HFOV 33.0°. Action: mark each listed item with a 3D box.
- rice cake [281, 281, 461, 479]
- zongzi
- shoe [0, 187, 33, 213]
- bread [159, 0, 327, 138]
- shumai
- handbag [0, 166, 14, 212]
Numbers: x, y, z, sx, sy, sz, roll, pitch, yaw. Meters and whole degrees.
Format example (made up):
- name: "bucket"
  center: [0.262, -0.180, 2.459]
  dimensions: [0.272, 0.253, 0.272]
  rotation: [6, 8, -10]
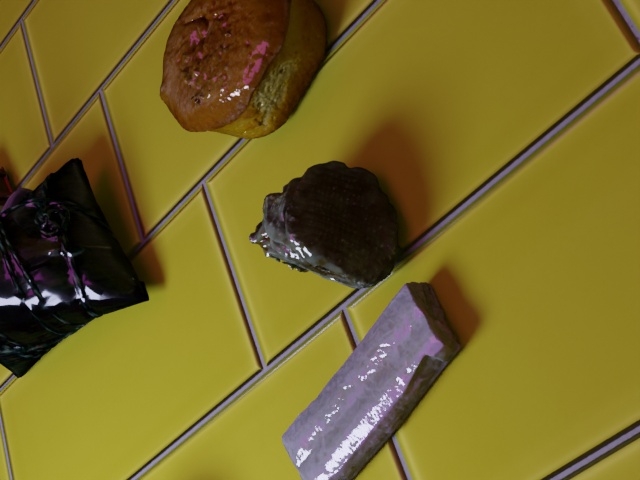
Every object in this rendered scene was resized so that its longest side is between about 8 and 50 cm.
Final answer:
- name: "rice cake"
  center: [0.057, 0.190, 1.317]
  dimensions: [0.298, 0.050, 0.106]
  rotation: [-53, 49, 23]
- name: "zongzi"
  center: [-0.477, 0.101, 1.811]
  dimensions: [0.383, 0.362, 0.319]
  rotation: [-24, 55, -3]
- name: "shoe"
  center: [-0.566, 0.017, 1.963]
  dimensions: [0.137, 0.095, 0.245]
  rotation: [24, 105, 43]
- name: "bread"
  center: [-0.113, -0.268, 1.528]
  dimensions: [0.268, 0.145, 0.268]
  rotation: [-16, 66, 41]
- name: "shumai"
  center: [0.003, 0.005, 1.361]
  dimensions: [0.142, 0.184, 0.184]
  rotation: [119, 139, -51]
- name: "handbag"
  center: [-0.650, -0.039, 2.088]
  dimensions: [0.190, 0.063, 0.127]
  rotation: [-57, 47, 26]
